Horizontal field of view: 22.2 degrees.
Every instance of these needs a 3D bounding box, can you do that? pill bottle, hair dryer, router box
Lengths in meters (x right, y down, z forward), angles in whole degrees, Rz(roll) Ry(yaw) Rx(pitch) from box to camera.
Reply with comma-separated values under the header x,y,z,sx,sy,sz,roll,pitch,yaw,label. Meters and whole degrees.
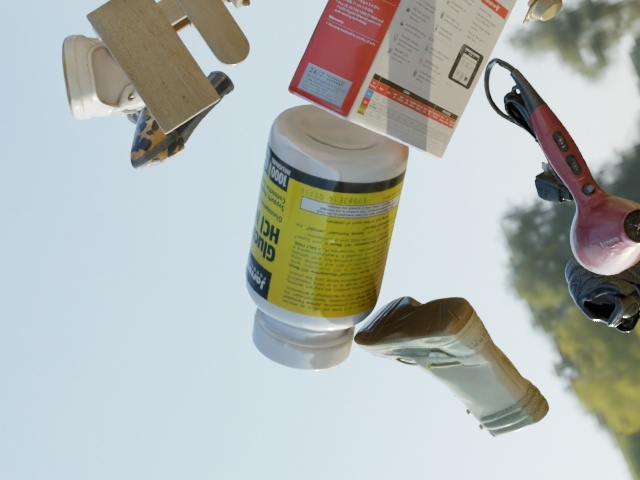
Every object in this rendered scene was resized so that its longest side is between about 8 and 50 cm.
x,y,z,sx,sy,sz,roll,pitch,yaw,label
0.000,0.000,2.202,0.188,0.188,0.334,-85,5,-62,pill bottle
0.266,-0.056,1.737,0.223,0.080,0.293,53,175,-38,hair dryer
0.121,-0.265,1.899,0.082,0.301,0.335,27,-175,22,router box

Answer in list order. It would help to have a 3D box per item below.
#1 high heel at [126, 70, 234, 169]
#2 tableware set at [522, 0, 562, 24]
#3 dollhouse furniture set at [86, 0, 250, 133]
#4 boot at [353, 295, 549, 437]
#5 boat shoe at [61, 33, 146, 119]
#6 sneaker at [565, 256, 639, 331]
x,y,z,sx,sy,sz,roll,pitch,yaw,label
-0.250,-0.156,2.285,0.186,0.261,0.093,-47,-69,-28,high heel
0.310,-0.323,1.968,0.020,0.168,0.141,55,166,21,tableware set
-0.115,-0.172,1.477,0.123,0.144,0.151,56,172,3,dollhouse furniture set
0.173,0.170,2.180,0.203,0.262,0.095,47,-116,-18,boot
-0.236,-0.196,1.921,0.277,0.096,0.098,-53,-41,-81,boat shoe
0.469,0.068,2.315,0.130,0.227,0.087,-92,-6,-52,sneaker
